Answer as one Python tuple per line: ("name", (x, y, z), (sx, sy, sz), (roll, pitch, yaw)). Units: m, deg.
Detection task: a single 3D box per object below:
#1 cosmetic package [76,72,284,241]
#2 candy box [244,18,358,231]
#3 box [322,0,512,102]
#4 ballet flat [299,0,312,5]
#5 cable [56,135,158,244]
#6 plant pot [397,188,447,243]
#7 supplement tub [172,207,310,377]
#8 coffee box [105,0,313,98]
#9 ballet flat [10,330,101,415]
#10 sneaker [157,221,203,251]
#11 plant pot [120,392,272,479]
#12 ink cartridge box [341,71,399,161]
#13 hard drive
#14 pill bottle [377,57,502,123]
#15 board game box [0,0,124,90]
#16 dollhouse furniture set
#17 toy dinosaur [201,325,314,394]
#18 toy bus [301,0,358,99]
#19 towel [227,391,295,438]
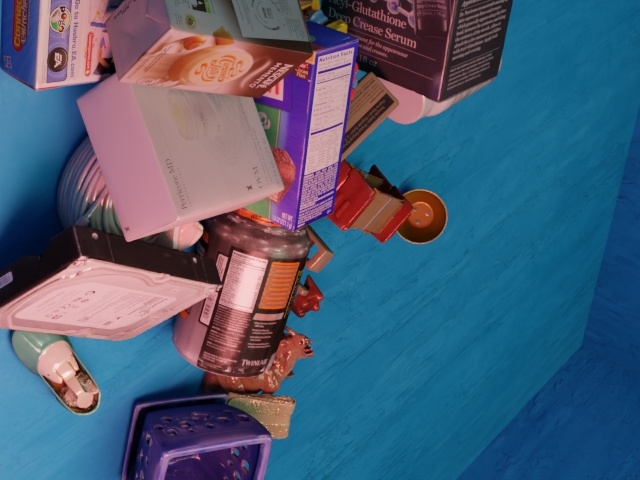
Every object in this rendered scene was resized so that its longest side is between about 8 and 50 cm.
("cosmetic package", (-0.205, -0.142, 1.385), (0.225, 0.138, 0.224), (-21, 91, -45))
("candy box", (-0.095, -0.213, 1.539), (0.122, 0.268, 0.317), (-29, 135, -47))
("box", (0.186, -0.499, 1.694), (0.212, 0.294, 0.395), (-29, 136, -42))
("ballet flat", (-0.150, -0.368, 1.340), (0.342, 0.116, 0.124), (-1, 135, -55))
("cable", (-0.304, -0.081, 1.515), (0.257, 0.089, 0.257), (22, 94, -59))
("plant pot", (0.247, -0.062, 2.306), (0.095, 0.134, 0.134), (-37, 152, -82))
("supplement tub", (-0.143, 0.069, 1.749), (0.207, 0.207, 0.338), (-5, 118, -54))
("coffee box", (-0.150, -0.282, 1.290), (0.247, 0.098, 0.141), (-2, 160, -43))
("ballet flat", (-0.431, 0.219, 1.566), (0.083, 0.087, 0.247), (-46, 145, -22))
("sneaker", (-0.225, -0.040, 1.528), (0.070, 0.051, 0.134), (-21, 134, -50))
("plant pot", (-0.259, 0.432, 1.826), (0.236, 0.212, 0.236), (-1, 116, -32))
("ink cartridge box", (0.019, -0.198, 1.766), (0.193, 0.088, 0.235), (-47, -172, -22))
("hard drive", (-0.347, 0.080, 1.479), (0.237, 0.064, 0.339), (-28, 158, 22))
("pill bottle", (0.255, -0.367, 2.026), (0.283, 0.160, 0.160), (-33, 139, -38))
("board game box", (-0.287, -0.384, 1.300), (0.302, 0.086, 0.308), (-20, 130, -48))
("dollhouse furniture set", (0.000, 0.000, 2.001), (0.374, 0.152, 0.201), (-49, 151, 13))
("toy dinosaur", (-0.156, 0.276, 1.970), (0.296, 0.127, 0.200), (-20, 125, -5))
("toy bus", (-0.018, -0.334, 1.612), (0.149, 0.211, 0.220), (-35, 139, -33))
("towel", (-0.131, 0.368, 1.941), (0.148, 0.027, 0.110), (7, 116, -13))
